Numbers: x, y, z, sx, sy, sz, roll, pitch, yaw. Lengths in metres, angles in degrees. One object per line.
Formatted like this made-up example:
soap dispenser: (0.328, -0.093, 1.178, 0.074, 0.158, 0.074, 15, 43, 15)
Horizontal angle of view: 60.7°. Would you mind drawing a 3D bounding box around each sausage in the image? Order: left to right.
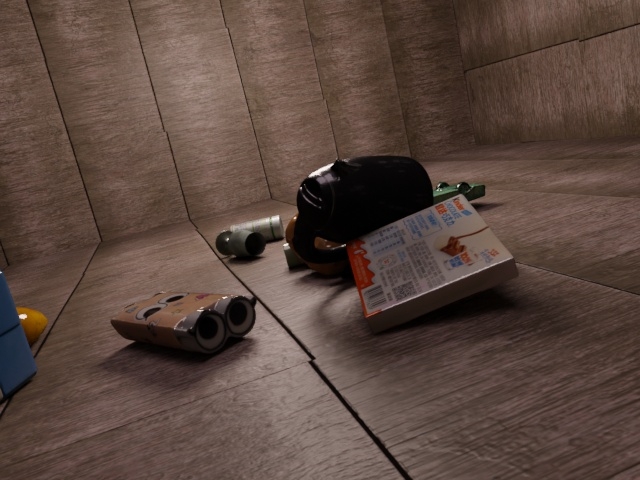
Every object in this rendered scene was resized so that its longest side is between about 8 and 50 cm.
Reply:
sausage: (0.000, -0.001, 1.406, 0.136, 0.120, 0.241, -20, 36, -23)

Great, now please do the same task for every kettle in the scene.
kettle: (0.070, -0.059, 1.213, 0.290, 0.268, 0.207, -6, 38, -38)

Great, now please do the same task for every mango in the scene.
mango: (-0.741, 0.216, 1.313, 0.145, 0.112, 0.219, -13, 0, 2)

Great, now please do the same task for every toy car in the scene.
toy car: (0.364, -0.122, 1.739, 0.321, 0.097, 0.141, -17, 13, -23)

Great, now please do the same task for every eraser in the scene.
eraser: (-0.277, 0.160, 1.110, 0.291, 0.087, 0.171, -2, 17, 44)

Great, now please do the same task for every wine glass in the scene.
wine glass: (-0.263, 0.010, 1.804, 0.093, 0.092, 0.202, -21, 14, -34)

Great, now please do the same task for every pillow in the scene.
pillow: (0.125, 0.053, 1.281, 0.150, 0.048, 0.090, -19, 15, -17)

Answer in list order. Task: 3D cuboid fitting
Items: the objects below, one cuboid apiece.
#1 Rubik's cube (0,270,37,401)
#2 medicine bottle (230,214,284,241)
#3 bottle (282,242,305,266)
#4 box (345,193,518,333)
Rubik's cube: (-0.776, 0.179, 0.932, 0.347, 0.344, 0.347, -12, 13, 10)
medicine bottle: (-0.229, -0.032, 1.987, 0.183, 0.086, 0.086, -12, 12, 4)
bottle: (0.000, 0.019, 1.522, 0.202, 0.072, 0.072, -13, 11, -3)
box: (0.190, 0.032, 1.021, 0.265, 0.048, 0.273, -23, 27, 8)
